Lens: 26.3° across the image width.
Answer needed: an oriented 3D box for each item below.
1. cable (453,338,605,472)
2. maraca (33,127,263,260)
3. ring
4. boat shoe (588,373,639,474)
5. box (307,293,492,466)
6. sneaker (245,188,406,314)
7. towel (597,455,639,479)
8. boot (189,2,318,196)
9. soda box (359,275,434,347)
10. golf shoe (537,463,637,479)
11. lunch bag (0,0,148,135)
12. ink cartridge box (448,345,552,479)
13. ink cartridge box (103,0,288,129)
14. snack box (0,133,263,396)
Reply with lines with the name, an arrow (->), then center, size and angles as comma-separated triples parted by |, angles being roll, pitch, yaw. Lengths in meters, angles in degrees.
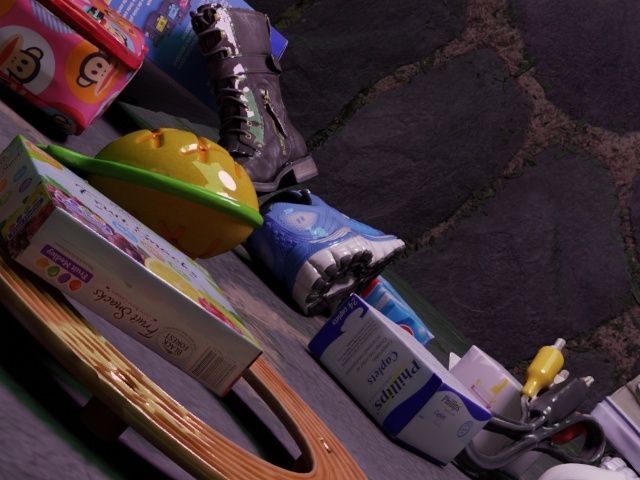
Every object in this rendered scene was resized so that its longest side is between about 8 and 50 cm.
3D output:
cable -> 0.224, 0.212, 1.506 | 0.287, 0.072, 0.139 | -22, 94, -46
maraca -> -0.133, -0.041, 1.063 | 0.186, 0.099, 0.127 | 17, -9, 9
ring -> -0.093, 0.063, 0.762 | 0.337, 0.032, 0.336 | 41, 4, -3
boat shoe -> 0.411, 0.243, 1.548 | 0.109, 0.094, 0.302 | 36, 5, -32
box -> 0.076, 0.134, 1.299 | 0.137, 0.072, 0.126 | 44, 4, 35
sneaker -> 0.000, 0.000, 1.613 | 0.147, 0.130, 0.330 | 45, 5, 12
towel -> 0.394, 0.363, 1.597 | 0.235, 0.121, 0.284 | 41, 5, 18
boot -> -0.105, -0.158, 1.569 | 0.263, 0.091, 0.228 | -23, 96, -64
soda box -> 0.070, 0.090, 1.741 | 0.071, 0.067, 0.210 | 40, 4, -21
golf shoe -> 0.340, 0.285, 1.300 | 0.306, 0.115, 0.140 | 0, 3, 20
lunch bag -> -0.295, -0.220, 1.310 | 0.258, 0.120, 0.293 | 37, 3, -11
ink cartridge box -> 0.207, 0.204, 1.667 | 0.143, 0.090, 0.092 | 45, 5, 39
ink cartridge box -> -0.233, -0.277, 1.719 | 0.270, 0.151, 0.395 | 19, -15, 44
snack box -> -0.103, 0.013, 0.705 | 0.141, 0.037, 0.100 | 39, 4, -33
